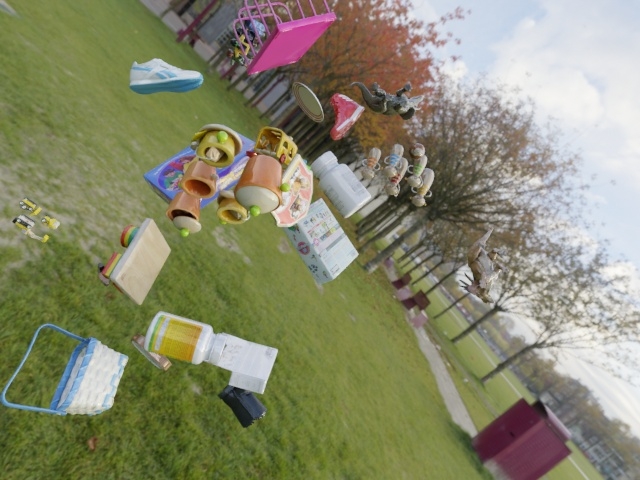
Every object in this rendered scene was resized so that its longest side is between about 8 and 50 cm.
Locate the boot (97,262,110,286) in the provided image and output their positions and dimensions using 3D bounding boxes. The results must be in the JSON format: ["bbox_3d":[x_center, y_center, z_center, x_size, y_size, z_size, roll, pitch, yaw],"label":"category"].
[{"bbox_3d":[-0.800,0.142,1.508,0.118,0.042,0.087,51,-36,34],"label":"boot"}]

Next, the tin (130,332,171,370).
[{"bbox_3d":[-0.657,0.435,1.572,0.106,0.040,0.189,-3,-52,49],"label":"tin"}]

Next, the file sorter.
[{"bbox_3d":[-0.133,-0.688,1.271,0.291,0.202,0.182,-7,-72,63],"label":"file sorter"}]

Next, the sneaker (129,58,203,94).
[{"bbox_3d":[-0.489,-0.524,1.282,0.087,0.229,0.092,110,-23,-83],"label":"sneaker"}]

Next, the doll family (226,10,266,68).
[{"bbox_3d":[-0.268,-0.714,1.438,0.111,0.193,0.076,17,5,-41],"label":"doll family"}]

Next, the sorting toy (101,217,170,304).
[{"bbox_3d":[-0.695,0.074,1.525,0.089,0.255,0.257,17,-28,6],"label":"sorting toy"}]

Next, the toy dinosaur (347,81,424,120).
[{"bbox_3d":[0.253,-0.522,1.543,0.160,0.314,0.121,113,-22,-77],"label":"toy dinosaur"}]

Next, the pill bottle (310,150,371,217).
[{"bbox_3d":[0.069,-0.207,1.491,0.229,0.131,0.131,52,9,3],"label":"pill bottle"}]

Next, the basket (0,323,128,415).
[{"bbox_3d":[-0.795,0.427,1.283,0.289,0.201,0.254,39,39,-32],"label":"basket"}]

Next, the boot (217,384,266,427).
[{"bbox_3d":[-0.309,0.691,1.831,0.207,0.246,0.094,48,-12,0],"label":"boot"}]

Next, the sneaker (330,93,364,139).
[{"bbox_3d":[0.067,-0.482,1.568,0.128,0.087,0.221,38,51,1],"label":"sneaker"}]

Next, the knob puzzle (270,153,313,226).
[{"bbox_3d":[-0.067,-0.117,1.142,0.030,0.213,0.213,22,-4,27],"label":"knob puzzle"}]

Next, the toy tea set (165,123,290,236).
[{"bbox_3d":[-0.214,-0.081,0.854,0.200,0.336,0.124,22,55,-24],"label":"toy tea set"}]

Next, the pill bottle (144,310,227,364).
[{"bbox_3d":[-0.448,0.337,1.370,0.246,0.136,0.136,18,13,-6],"label":"pill bottle"}]

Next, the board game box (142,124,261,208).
[{"bbox_3d":[-0.397,-0.249,1.403,0.233,0.347,0.078,34,-26,34],"label":"board game box"}]

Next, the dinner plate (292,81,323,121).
[{"bbox_3d":[-0.035,-0.430,1.257,0.141,0.017,0.141,46,-13,14],"label":"dinner plate"}]

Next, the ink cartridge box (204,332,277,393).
[{"bbox_3d":[-0.326,0.494,1.665,0.261,0.066,0.296,17,8,1],"label":"ink cartridge box"}]

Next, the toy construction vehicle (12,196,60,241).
[{"bbox_3d":[-0.704,-0.048,0.995,0.098,0.035,0.086,43,18,-30],"label":"toy construction vehicle"}]

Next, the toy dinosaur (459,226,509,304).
[{"bbox_3d":[0.624,0.102,1.592,0.200,0.127,0.295,125,-36,-76],"label":"toy dinosaur"}]

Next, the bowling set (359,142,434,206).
[{"bbox_3d":[0.291,-0.255,1.464,0.287,0.154,0.200,21,-13,3],"label":"bowling set"}]

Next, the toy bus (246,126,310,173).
[{"bbox_3d":[-0.127,-0.294,1.326,0.191,0.104,0.202,20,-3,-25],"label":"toy bus"}]

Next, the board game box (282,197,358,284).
[{"bbox_3d":[0.000,0.000,1.722,0.303,0.097,0.224,58,41,-6],"label":"board game box"}]
